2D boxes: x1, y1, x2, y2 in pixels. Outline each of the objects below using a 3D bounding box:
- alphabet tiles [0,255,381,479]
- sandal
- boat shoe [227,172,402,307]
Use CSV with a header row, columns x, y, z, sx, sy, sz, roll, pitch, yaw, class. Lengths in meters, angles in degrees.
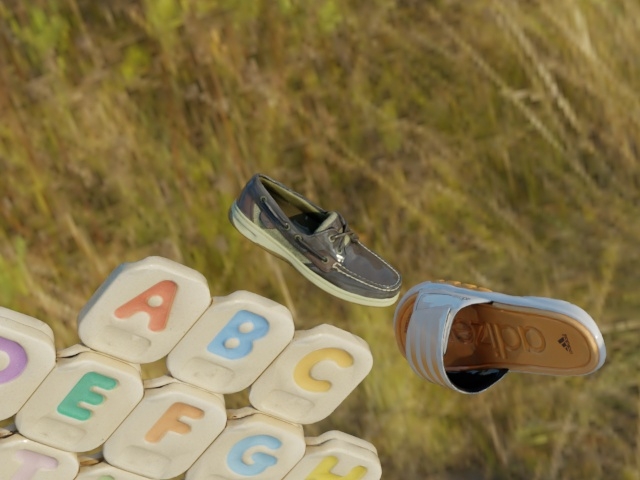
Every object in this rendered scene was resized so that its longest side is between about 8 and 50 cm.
x,y,z,sx,sy,sz,roll,pitch,yaw,class
-0.109,0.130,1.045,0.278,0.284,0.021,-49,35,27,alphabet tiles
0.147,0.096,1.711,0.076,0.102,0.265,-32,19,-37,sandal
0.000,0.000,1.427,0.152,0.049,0.056,28,35,-1,boat shoe
